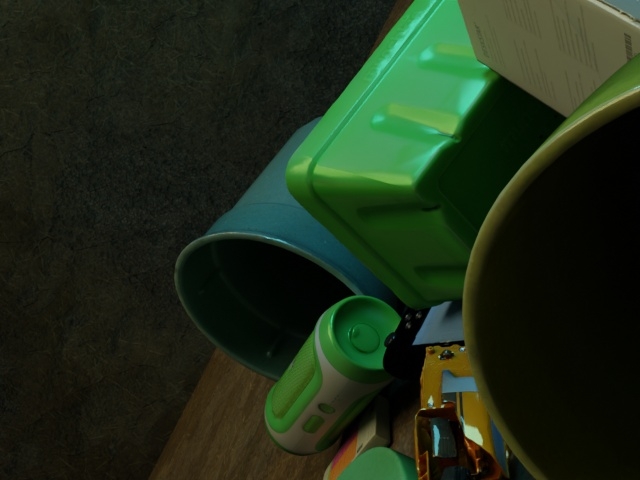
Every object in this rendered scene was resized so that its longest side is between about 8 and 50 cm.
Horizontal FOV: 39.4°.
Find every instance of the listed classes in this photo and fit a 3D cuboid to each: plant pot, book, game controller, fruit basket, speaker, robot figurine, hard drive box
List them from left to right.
[{"bbox_3d":[0.000,0.000,1.391,0.341,0.341,0.334,-51,9,51],"label":"plant pot"},{"bbox_3d":[0.014,0.192,1.223,0.296,0.131,0.131,121,170,-51],"label":"speaker"},{"bbox_3d":[0.047,0.288,1.205,0.144,0.035,0.096,-59,8,22],"label":"book"},{"bbox_3d":[0.143,-0.119,0.996,0.392,0.283,0.392,-35,29,23],"label":"fruit basket"},{"bbox_3d":[0.120,0.227,0.691,0.291,0.085,0.211,-85,-15,-54],"label":"robot figurine"},{"bbox_3d":[0.170,0.073,0.957,0.319,0.067,0.166,-21,44,66],"label":"game controller"},{"bbox_3d":[0.207,-0.168,0.672,0.089,0.232,0.181,-43,-35,-5],"label":"hard drive box"},{"bbox_3d":[0.246,-0.023,0.436,0.293,0.275,0.275,-52,-1,-46],"label":"plant pot"}]

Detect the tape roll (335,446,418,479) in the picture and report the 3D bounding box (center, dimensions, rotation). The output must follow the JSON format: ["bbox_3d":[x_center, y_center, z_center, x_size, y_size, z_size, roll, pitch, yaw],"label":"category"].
[{"bbox_3d":[0.038,0.375,0.914,0.321,0.077,0.321,-61,10,19],"label":"tape roll"}]
